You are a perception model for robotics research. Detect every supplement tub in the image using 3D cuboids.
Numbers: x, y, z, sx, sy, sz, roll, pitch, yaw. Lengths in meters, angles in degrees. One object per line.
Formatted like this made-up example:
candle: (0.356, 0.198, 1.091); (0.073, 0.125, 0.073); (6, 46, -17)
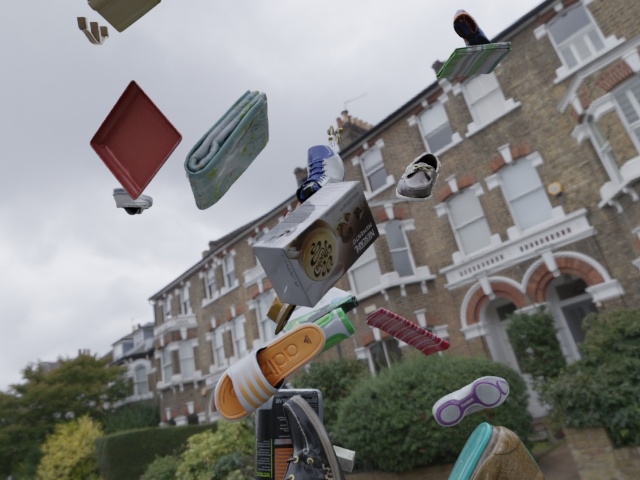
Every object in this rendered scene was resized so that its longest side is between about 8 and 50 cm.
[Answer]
supplement tub: (-0.085, 0.577, 1.262); (0.193, 0.316, 0.194); (-1, -20, 0)

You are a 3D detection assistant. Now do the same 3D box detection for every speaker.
speaker: (-0.020, 0.381, 1.771); (0.296, 0.131, 0.131); (-31, -23, 0)

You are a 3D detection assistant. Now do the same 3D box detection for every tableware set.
tableware set: (0.070, -0.508, 2.210); (0.024, 0.104, 0.154); (-11, 4, -20)

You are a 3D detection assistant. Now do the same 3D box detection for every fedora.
fedora: (-0.139, 0.242, 1.632); (0.079, 0.194, 0.194); (29, -24, 6)

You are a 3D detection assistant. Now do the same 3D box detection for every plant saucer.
plant saucer: (-0.548, -0.299, 1.383); (0.259, 0.258, 0.047); (-46, -13, 18)

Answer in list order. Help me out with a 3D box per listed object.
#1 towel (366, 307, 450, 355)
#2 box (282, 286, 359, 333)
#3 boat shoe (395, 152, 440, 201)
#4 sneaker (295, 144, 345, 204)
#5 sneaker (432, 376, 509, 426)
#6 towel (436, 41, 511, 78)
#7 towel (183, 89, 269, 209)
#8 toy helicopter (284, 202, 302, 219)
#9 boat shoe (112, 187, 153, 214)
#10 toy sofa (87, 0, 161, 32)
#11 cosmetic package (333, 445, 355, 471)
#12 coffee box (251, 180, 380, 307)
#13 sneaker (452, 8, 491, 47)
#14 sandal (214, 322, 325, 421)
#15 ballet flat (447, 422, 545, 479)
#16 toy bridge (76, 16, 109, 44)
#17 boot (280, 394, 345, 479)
towel: (0.307, 0.331, 1.650); (0.274, 0.031, 0.199); (28, -23, 0)
box: (-0.016, 0.322, 2.016); (0.321, 0.059, 0.232); (-31, 13, -17)
boat shoe: (0.321, -0.204, 1.474); (0.116, 0.097, 0.324); (16, 26, 18)
sneaker: (0.001, -0.196, 1.573); (0.127, 0.316, 0.182); (-15, -17, 24)
sneaker: (0.557, 0.591, 1.734); (0.305, 0.114, 0.152); (-22, -9, -2)
towel: (0.371, -0.431, 1.113); (0.151, 0.023, 0.113); (-12, -14, -12)
towel: (-0.305, -0.293, 1.546); (0.374, 0.090, 0.320); (-53, -6, -18)
toy helicopter: (-0.073, -0.022, 1.769); (0.234, 0.140, 0.355); (-7, -53, -45)
boat shoe: (-0.730, -0.141, 1.798); (0.096, 0.088, 0.267); (-3, -5, -4)
toy sofa: (-0.574, -0.745, 1.188); (0.150, 0.363, 0.177); (-32, -22, 7)
cosmetic package: (0.060, 0.755, 1.595); (0.115, 0.060, 0.041); (11, 24, 15)
coffee box: (0.000, 0.000, 1.111); (0.118, 0.168, 0.297); (2, 35, 44)
sneaker: (0.524, -0.704, 1.570); (0.083, 0.087, 0.221); (-21, -43, 31)
sandal: (-0.106, 0.254, 0.922); (0.265, 0.102, 0.076); (-38, -10, -9)
ballet flat: (0.178, 0.412, 0.608); (0.342, 0.124, 0.116); (-51, -13, -6)
toy bridge: (-0.674, -0.621, 1.374); (0.026, 0.063, 0.188); (-2, 17, -4)
boot: (-0.091, 0.576, 1.044); (0.284, 0.378, 0.138); (-15, -24, -21)
